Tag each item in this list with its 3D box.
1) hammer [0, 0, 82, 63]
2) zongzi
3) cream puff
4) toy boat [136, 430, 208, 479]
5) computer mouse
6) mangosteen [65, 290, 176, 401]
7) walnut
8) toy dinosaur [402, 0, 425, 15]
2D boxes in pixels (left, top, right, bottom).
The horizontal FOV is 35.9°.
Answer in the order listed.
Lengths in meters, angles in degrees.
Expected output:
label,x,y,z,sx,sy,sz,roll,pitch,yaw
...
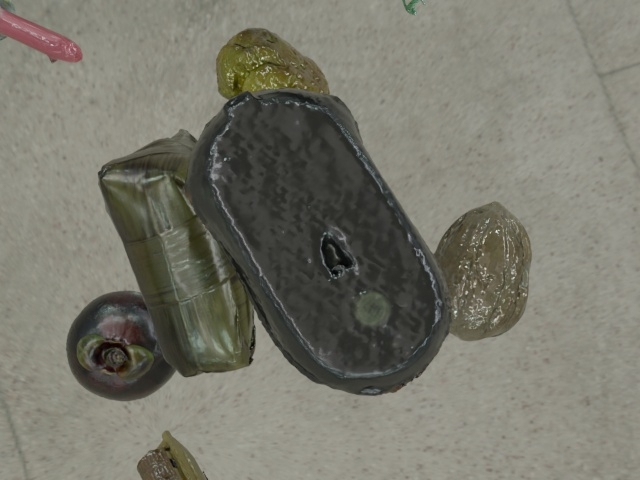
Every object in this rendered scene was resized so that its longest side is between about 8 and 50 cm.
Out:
label,x,y,z,sx,sy,sz,roll,pitch,yaw
hammer,-0.155,-0.109,0.500,0.083,0.052,0.031,25,93,14
zongzi,-0.157,-0.002,1.245,0.139,0.300,0.286,-15,108,4
cream puff,-0.092,-0.298,1.927,0.244,0.196,0.244,11,33,-8
toy boat,-0.193,0.364,1.372,0.068,0.088,0.226,-52,47,18
computer mouse,-0.001,0.001,0.963,0.183,0.116,0.323,-31,92,-12
mangosteen,-0.360,0.201,1.847,0.216,0.216,0.216,2,78,-9
walnut,0.262,0.049,1.601,0.178,0.178,0.230,10,96,-7
toy dinosaur,0.105,-0.292,1.102,0.021,0.062,0.083,2,49,-30
